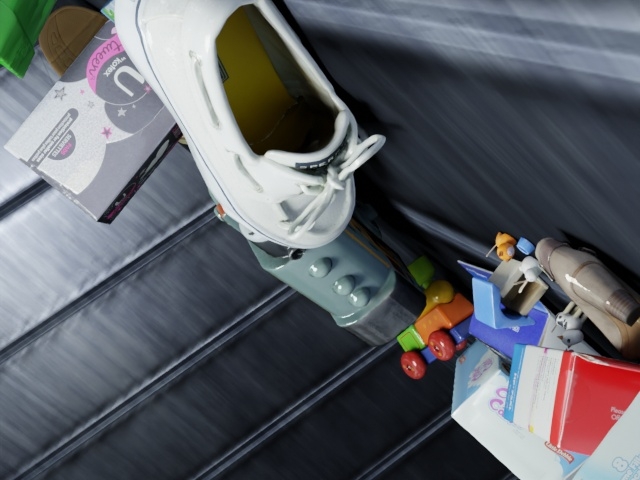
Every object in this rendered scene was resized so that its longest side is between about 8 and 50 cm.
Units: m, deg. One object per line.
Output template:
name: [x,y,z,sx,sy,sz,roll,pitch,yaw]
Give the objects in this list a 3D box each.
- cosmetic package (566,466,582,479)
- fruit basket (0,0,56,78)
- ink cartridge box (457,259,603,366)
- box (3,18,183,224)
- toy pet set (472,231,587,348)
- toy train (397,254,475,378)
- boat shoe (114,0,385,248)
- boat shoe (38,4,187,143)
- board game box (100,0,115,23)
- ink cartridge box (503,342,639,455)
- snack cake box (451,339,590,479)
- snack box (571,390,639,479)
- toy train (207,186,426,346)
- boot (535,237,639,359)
cosmetic package: [0.426,0.368,1.574,0.224,0.138,0.224,41,174,-30]
fruit basket: [-0.386,-0.221,0.724,0.283,0.392,0.392,40,176,-16]
ink cartridge box: [0.285,0.155,0.990,0.332,0.065,0.165,40,176,-15]
box: [-0.285,-0.168,1.204,0.163,0.247,0.142,39,175,-4]
toy pet set: [0.180,0.053,0.795,0.122,0.065,0.114,41,176,-17]
toy train: [0.164,0.078,1.175,0.143,0.105,0.248,55,149,10]
boat shoe: [-0.018,-0.084,0.735,0.156,0.136,0.367,32,163,34]
boat shoe: [-0.302,-0.247,1.379,0.341,0.122,0.110,37,176,15]
board game box: [-0.171,-0.229,1.003,0.160,0.039,0.211,41,175,-20]
ink cartridge box: [0.247,0.138,0.726,0.134,0.078,0.231,11,176,0]
snack cake box: [0.261,0.214,1.162,0.152,0.089,0.264,44,-168,2]
snack box: [0.281,0.190,0.552,0.322,0.187,0.060,42,175,-34]
toy train: [0.000,0.000,1.052,0.334,0.142,0.190,40,-167,-48]
boot: [0.206,0.040,0.650,0.087,0.042,0.118,44,178,36]
